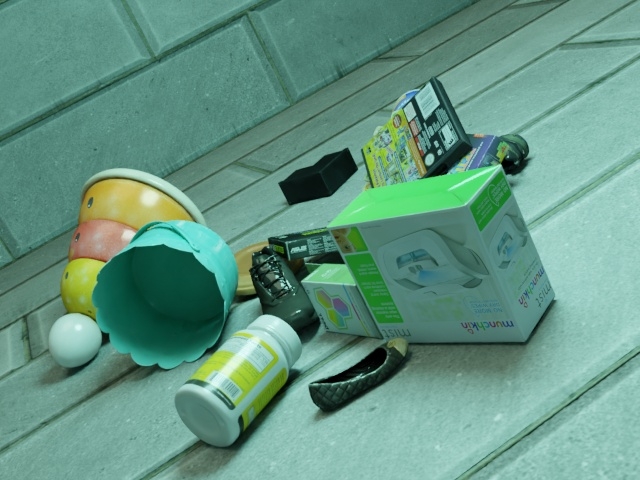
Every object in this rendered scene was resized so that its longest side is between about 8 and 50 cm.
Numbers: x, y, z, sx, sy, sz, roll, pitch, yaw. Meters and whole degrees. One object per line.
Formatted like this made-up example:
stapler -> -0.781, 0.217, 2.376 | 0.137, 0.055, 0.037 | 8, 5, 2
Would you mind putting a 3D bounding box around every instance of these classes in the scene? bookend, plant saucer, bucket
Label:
bookend -> -0.006, -0.177, 2.254 | 0.157, 0.072, 0.156 | -11, 23, 39
plant saucer -> -0.137, 0.053, 1.834 | 0.200, 0.037, 0.200 | -15, 26, 8
bucket -> -0.304, 0.098, 1.659 | 0.281, 0.281, 0.183 | -21, 16, 15

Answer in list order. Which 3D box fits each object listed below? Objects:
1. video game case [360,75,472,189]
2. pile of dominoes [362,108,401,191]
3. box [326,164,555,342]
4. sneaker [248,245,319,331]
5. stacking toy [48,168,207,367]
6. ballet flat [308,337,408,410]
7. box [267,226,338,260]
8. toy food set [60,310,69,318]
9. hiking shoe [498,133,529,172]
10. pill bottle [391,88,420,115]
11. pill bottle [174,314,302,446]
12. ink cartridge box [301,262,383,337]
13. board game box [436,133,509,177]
video game case -> 0.202, -0.203, 1.803 | 0.248, 0.035, 0.275 | -44, 33, 25
pile of dominoes -> 0.171, -0.191, 1.914 | 0.196, 0.040, 0.251 | -10, 58, 44
box -> 0.181, 0.029, 1.235 | 0.262, 0.231, 0.127 | -7, 27, 44
sneaker -> -0.086, 0.095, 1.571 | 0.109, 0.130, 0.286 | -28, 20, -8
stacking toy -> -0.504, 0.093, 1.961 | 0.350, 0.350, 0.480 | -13, 39, 34
ballet flat -> 0.061, 0.196, 1.237 | 0.173, 0.049, 0.057 | -32, 21, -15
box -> 0.000, 0.000, 1.708 | 0.191, 0.045, 0.184 | -11, 3, -14
toy food set -> -0.593, 0.190, 2.095 | 0.128, 0.071, 0.218 | -49, 3, 29
hiking shoe -> 0.332, -0.169, 1.772 | 0.227, 0.086, 0.114 | -14, 21, 33
pill bottle -> 0.260, -0.308, 2.124 | 0.152, 0.152, 0.272 | -23, 20, 11
pill bottle -> -0.126, 0.220, 1.315 | 0.119, 0.119, 0.208 | -9, 26, 42
ink cartridge box -> 0.035, 0.102, 1.425 | 0.062, 0.109, 0.209 | -38, 22, -31
board game box -> 0.293, -0.137, 1.681 | 0.170, 0.048, 0.141 | -61, 25, -6
